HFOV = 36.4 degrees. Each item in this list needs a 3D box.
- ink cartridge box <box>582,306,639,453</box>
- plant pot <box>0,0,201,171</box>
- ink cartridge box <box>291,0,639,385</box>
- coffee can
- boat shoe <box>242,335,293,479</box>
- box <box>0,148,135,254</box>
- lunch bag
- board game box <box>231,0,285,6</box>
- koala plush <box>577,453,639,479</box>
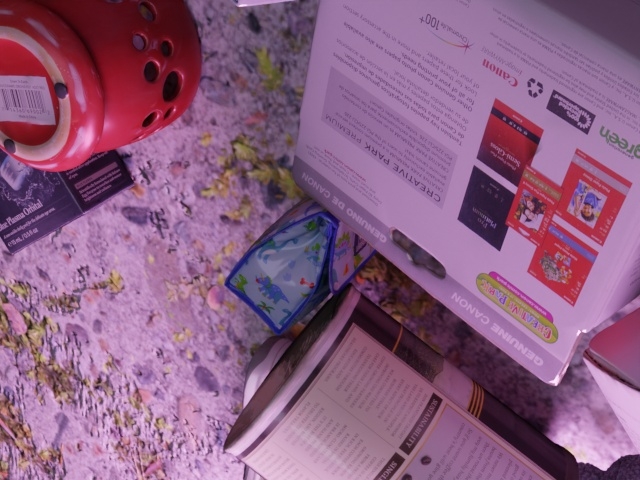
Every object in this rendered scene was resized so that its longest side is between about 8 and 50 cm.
[{"bbox_3d":[0.378,0.161,0.729,0.226,0.131,0.306,-33,99,0],"label":"ink cartridge box"},{"bbox_3d":[-0.241,-0.175,0.963,0.191,0.174,0.191,14,120,25],"label":"plant pot"},{"bbox_3d":[0.136,-0.090,0.747,0.309,0.130,0.272,40,138,28],"label":"ink cartridge box"},{"bbox_3d":[0.075,0.202,0.936,0.275,0.201,0.201,38,130,-3],"label":"coffee can"},{"bbox_3d":[-0.023,0.265,1.117,0.103,0.118,0.320,9,111,23],"label":"boat shoe"},{"bbox_3d":[-0.325,-0.089,1.115,0.156,0.093,0.158,-23,101,39],"label":"box"},{"bbox_3d":[0.000,0.000,0.938,0.096,0.129,0.151,41,128,4],"label":"lunch bag"},{"bbox_3d":[-0.099,-0.389,0.736,0.319,0.066,0.318,45,136,38],"label":"board game box"},{"bbox_3d":[0.314,0.297,0.888,0.196,0.203,0.221,-24,80,54],"label":"koala plush"}]
